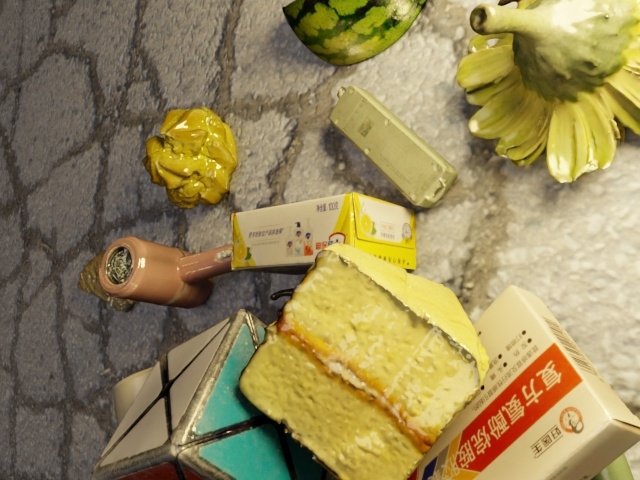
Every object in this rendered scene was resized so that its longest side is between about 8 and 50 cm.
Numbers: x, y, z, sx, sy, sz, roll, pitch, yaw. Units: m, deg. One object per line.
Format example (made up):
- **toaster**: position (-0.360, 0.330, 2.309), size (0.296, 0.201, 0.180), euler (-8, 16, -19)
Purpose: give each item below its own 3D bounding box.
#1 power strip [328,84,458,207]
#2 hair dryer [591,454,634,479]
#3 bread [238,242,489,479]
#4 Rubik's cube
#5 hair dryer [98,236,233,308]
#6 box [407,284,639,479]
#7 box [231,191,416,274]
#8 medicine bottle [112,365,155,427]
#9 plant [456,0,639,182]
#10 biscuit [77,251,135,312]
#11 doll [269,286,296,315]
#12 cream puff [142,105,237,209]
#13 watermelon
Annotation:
- **power strip**: position (0.111, -0.151, 0.820), size (0.272, 0.052, 0.078), euler (50, 118, 31)
- **hair dryer**: position (0.300, 0.281, 0.632), size (0.150, 0.047, 0.071), euler (-33, 64, 46)
- **bread**: position (0.041, 0.167, 0.658), size (0.263, 0.236, 0.198), euler (-58, 17, 17)
- **Rubik's cube**: position (-0.148, 0.301, 0.816), size (0.255, 0.259, 0.260), euler (-30, 28, 34)
- **hair dryer**: position (-0.238, 0.040, 1.026), size (0.353, 0.210, 0.125), euler (-17, 70, 24)
- **box**: position (0.190, 0.253, 0.649), size (0.353, 0.069, 0.214), euler (-57, 25, 24)
- **box**: position (0.000, 0.000, 0.830), size (0.265, 0.168, 0.097), euler (-7, 79, 42)
- **medicine bottle**: position (-0.265, 0.419, 0.993), size (0.208, 0.208, 0.339), euler (-33, 66, 35)
- **plant**: position (0.269, -0.239, 0.604), size (0.261, 0.297, 0.305), euler (-95, 24, -50)
- **biscuit**: position (-0.573, 0.100, 1.403), size (0.290, 0.038, 0.141), euler (16, 96, 39)
- **doll**: position (0.004, 0.105, 0.855), size (0.139, 0.165, 0.057), euler (-119, 11, -71)
- **cream puff**: position (-0.276, -0.169, 1.080), size (0.195, 0.195, 0.221), euler (37, 113, 37)
- **watermelon**: position (0.034, -0.393, 0.855), size (0.304, 0.128, 0.159), euler (-6, 82, 40)
